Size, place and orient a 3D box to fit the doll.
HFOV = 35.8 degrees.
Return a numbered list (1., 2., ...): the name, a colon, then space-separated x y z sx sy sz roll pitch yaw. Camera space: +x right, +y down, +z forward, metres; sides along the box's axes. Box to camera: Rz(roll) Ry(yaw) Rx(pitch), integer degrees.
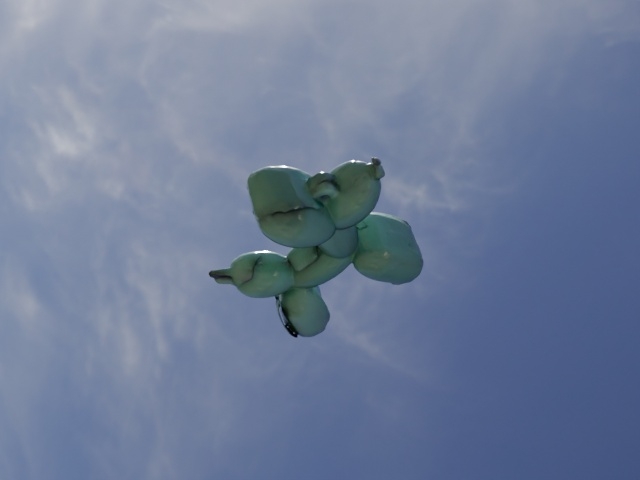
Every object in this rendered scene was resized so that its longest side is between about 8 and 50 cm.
1. doll: 0.000 0.000 0.710 0.159 0.158 0.059 -34 -127 26
